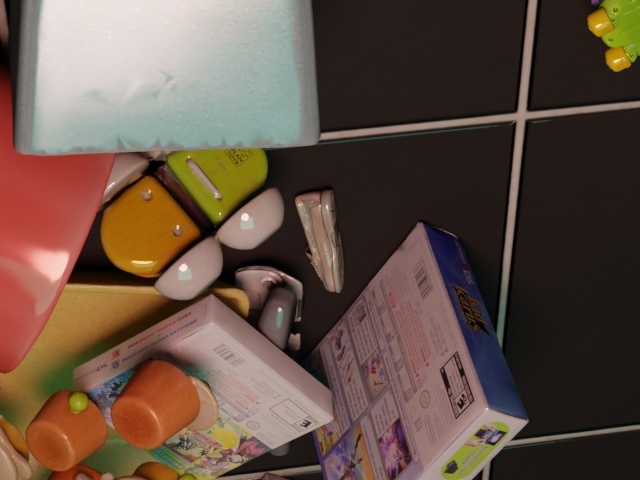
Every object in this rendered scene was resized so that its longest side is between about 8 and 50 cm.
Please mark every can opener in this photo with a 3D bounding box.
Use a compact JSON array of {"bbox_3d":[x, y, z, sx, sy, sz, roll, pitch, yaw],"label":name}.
[{"bbox_3d":[-0.063,0.138,1.816,0.074,0.093,0.280,12,136,9],"label":"can opener"}]

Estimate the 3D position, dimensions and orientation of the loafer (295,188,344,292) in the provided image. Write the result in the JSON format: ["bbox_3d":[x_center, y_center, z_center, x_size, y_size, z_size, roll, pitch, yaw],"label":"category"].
[{"bbox_3d":[0.000,0.000,1.743,0.039,0.045,0.125,0,126,10],"label":"loafer"}]

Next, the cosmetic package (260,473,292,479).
[{"bbox_3d":[-0.078,0.408,2.025,0.107,0.127,0.238,18,127,-25],"label":"cosmetic package"}]

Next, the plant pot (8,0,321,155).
[{"bbox_3d":[-0.134,-0.237,1.375,0.248,0.247,0.252,-3,120,-10],"label":"plant pot"}]

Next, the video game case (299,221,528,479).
[{"bbox_3d":[0.087,0.158,1.743,0.061,0.269,0.244,21,124,-30],"label":"video game case"}]

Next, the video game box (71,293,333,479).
[{"bbox_3d":[-0.120,0.159,1.729,0.187,0.048,0.205,-30,131,21],"label":"video game box"}]

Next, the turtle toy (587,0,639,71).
[{"bbox_3d":[0.294,-0.228,1.585,0.095,0.066,0.130,-27,131,12],"label":"turtle toy"}]

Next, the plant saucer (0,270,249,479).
[{"bbox_3d":[-0.266,0.144,1.782,0.333,0.081,0.333,3,130,-14],"label":"plant saucer"}]

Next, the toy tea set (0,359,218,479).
[{"bbox_3d":[-0.213,0.216,1.696,0.336,0.124,0.200,-20,106,37],"label":"toy tea set"}]

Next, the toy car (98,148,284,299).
[{"bbox_3d":[-0.131,-0.036,1.620,0.182,0.159,0.136,-40,176,-7],"label":"toy car"}]

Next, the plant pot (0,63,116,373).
[{"bbox_3d":[-0.337,-0.050,1.487,0.243,0.275,0.275,24,123,-17],"label":"plant pot"}]
